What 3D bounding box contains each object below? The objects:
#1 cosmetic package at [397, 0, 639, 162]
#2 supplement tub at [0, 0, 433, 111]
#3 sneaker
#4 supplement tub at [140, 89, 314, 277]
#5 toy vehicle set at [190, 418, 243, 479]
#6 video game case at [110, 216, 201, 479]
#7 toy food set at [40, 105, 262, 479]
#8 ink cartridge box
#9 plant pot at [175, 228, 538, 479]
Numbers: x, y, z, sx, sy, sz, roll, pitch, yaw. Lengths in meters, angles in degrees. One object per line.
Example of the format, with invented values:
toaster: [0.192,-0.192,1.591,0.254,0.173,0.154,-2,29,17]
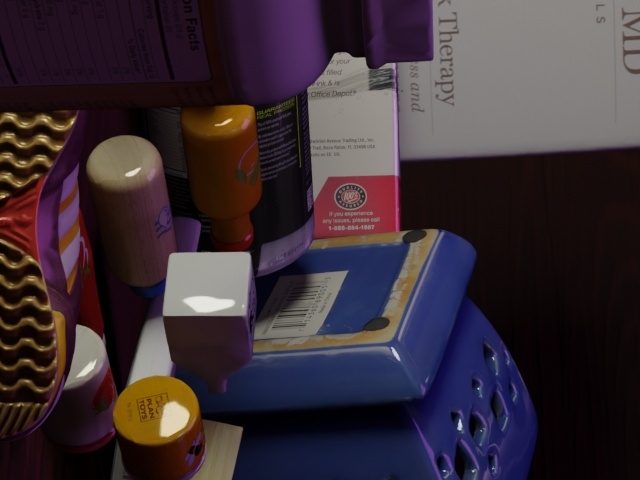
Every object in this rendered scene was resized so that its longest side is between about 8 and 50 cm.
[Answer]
cosmetic package: [0.125,-0.256,1.786,0.327,0.393,0.329,-131,-142,-81]
supplement tub: [-0.068,-0.109,0.500,0.144,0.199,0.144,-2,90,-87]
sneaker: [-0.126,-0.014,0.687,0.084,0.069,0.185,134,-38,-83]
supplement tub: [-0.065,-0.079,1.202,0.117,0.117,0.190,-84,173,-62]
toy vehicle set: [-0.090,0.233,0.960,0.267,0.035,0.166,-79,-178,-67]
video game case: [-0.102,0.112,1.000,0.201,0.023,0.183,-86,-173,-60]
toy food set: [-0.085,0.038,0.874,0.104,0.111,0.232,85,5,-48]
ink cartridge box: [-0.018,-0.112,1.514,0.100,0.172,0.237,61,28,-83]
plant pot: [0.016,0.126,1.298,0.236,0.236,0.212,-62,142,-56]
